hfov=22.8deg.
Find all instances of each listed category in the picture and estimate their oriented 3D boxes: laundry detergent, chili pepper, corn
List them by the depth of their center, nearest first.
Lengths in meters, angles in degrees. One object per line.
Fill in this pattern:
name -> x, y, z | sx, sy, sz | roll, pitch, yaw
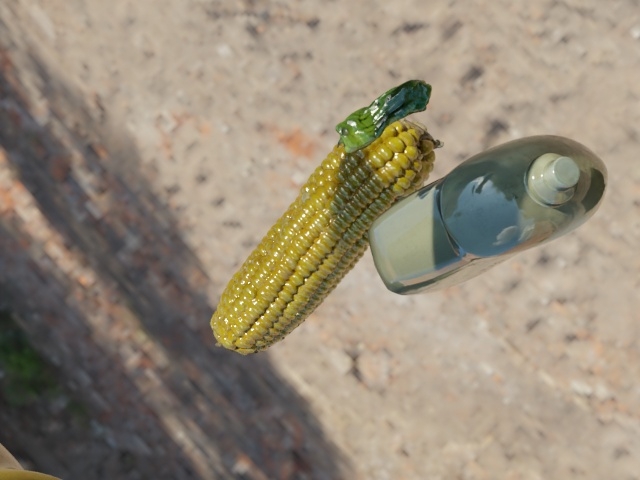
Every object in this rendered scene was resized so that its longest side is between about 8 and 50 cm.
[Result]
chili pepper -> 0.050, -0.099, 1.245 | 0.030, 0.091, 0.034 | 60, -166, -2
laundry detergent -> 0.153, -0.027, 1.360 | 0.253, 0.181, 0.091 | -33, 75, 65
corn -> -0.001, 0.000, 1.617 | 0.102, 0.313, 0.102 | 37, -169, -8

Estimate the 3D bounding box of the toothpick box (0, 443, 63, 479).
toothpick box -> -0.435, 0.312, 1.381 | 0.425, 0.409, 0.409 | 3, 137, 37
